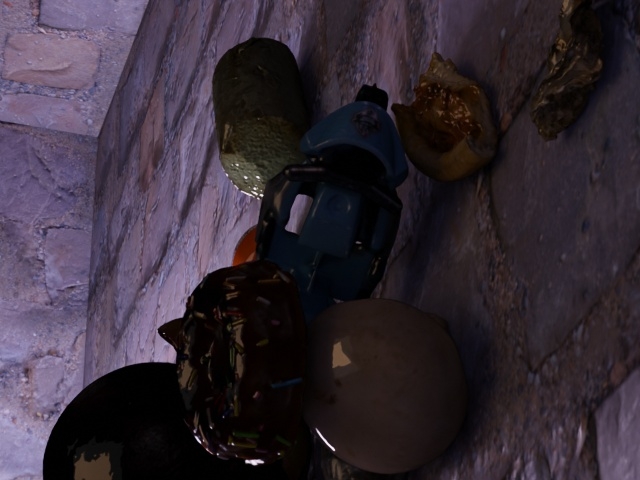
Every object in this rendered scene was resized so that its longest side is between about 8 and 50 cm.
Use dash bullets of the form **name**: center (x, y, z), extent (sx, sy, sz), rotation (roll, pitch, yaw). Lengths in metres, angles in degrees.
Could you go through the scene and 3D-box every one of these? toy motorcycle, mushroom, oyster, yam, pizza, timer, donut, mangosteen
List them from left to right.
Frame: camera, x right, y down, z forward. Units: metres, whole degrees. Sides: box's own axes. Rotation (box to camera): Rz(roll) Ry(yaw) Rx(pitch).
- **mangosteen**: center (-0.186, 0.305, 1.927), extent (0.435, 0.382, 0.382), rotation (-64, 18, -3)
- **donut**: center (-0.092, 0.133, 1.503), extent (0.235, 0.089, 0.235), rotation (-9, 79, 62)
- **yam**: center (-0.094, -0.200, 2.196), extent (0.268, 0.161, 0.161), rotation (-99, 25, -49)
- **timer**: center (-0.083, 0.046, 2.140), extent (0.136, 0.099, 0.136), rotation (175, 90, -67)
- **toy motorcycle**: center (0.000, 0.000, 1.609), extent (0.232, 0.172, 0.416), rotation (124, 166, -85)
- **mushroom**: center (0.077, 0.146, 1.506), extent (0.204, 0.204, 0.204), rotation (-171, 90, -72)
- **pizza**: center (0.142, -0.138, 1.599), extent (0.271, 0.056, 0.134), rotation (-118, 32, -60)
- **oyster**: center (0.242, -0.178, 1.315), extent (0.105, 0.056, 0.177), rotation (-99, 23, -72)

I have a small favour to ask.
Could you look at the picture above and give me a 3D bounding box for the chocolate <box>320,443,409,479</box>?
- **chocolate**: center (0.050, 0.221, 1.638), extent (0.110, 0.110, 0.248), rotation (116, 155, -43)
